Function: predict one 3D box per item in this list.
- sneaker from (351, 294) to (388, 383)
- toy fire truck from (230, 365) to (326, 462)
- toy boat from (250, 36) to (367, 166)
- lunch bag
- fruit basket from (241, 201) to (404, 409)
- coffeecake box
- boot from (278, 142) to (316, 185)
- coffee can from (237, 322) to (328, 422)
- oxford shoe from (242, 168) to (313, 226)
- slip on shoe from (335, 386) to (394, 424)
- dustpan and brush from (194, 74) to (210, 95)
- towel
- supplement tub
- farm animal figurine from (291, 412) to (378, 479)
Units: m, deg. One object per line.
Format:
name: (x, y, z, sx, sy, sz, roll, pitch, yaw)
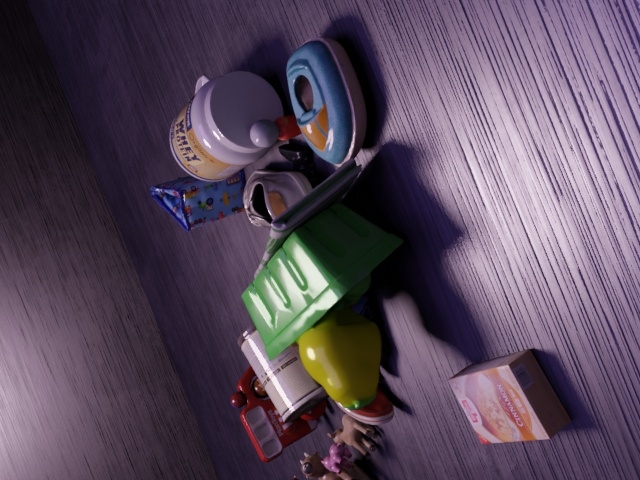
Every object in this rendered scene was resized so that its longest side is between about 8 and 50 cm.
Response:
sneaker: (0.123, 0.246, 1.378, 0.090, 0.081, 0.233, 11, 113, 27)
toy fire truck: (-0.146, 0.517, 1.792, 0.302, 0.253, 0.169, 59, 148, 15)
toy boat: (-0.034, -0.272, 1.211, 0.318, 0.148, 0.268, -11, 100, 59)
lunch bag: (-0.403, -0.163, 1.794, 0.293, 0.220, 0.138, 27, 131, 48)
fruit basket: (0.034, 0.161, 1.213, 0.391, 0.283, 0.392, 20, 127, 30)
coffeecake box: (0.348, 0.299, 1.050, 0.142, 0.068, 0.185, 62, 150, 9)
boot: (-0.060, -0.190, 1.413, 0.121, 0.045, 0.099, 26, 136, 51)
coffee can: (-0.096, 0.370, 1.668, 0.275, 0.201, 0.202, 55, 147, 21)
oxford shoe: (-0.151, -0.102, 1.500, 0.169, 0.130, 0.449, 65, 160, -12)
slip on shoe: (0.074, 0.357, 1.484, 0.331, 0.123, 0.101, 45, 139, 42)
dustpan and brush: (-0.360, -0.387, 1.741, 0.147, 0.060, 0.211, 46, 143, 33)
towel: (-0.040, -0.040, 1.232, 0.038, 0.248, 0.325, 47, 157, 5)
supplement tub: (-0.250, -0.294, 1.462, 0.316, 0.228, 0.229, -14, 97, 60)
farm animal figurine: (0.040, 0.668, 1.639, 0.172, 0.330, 0.327, 30, 161, 43)
